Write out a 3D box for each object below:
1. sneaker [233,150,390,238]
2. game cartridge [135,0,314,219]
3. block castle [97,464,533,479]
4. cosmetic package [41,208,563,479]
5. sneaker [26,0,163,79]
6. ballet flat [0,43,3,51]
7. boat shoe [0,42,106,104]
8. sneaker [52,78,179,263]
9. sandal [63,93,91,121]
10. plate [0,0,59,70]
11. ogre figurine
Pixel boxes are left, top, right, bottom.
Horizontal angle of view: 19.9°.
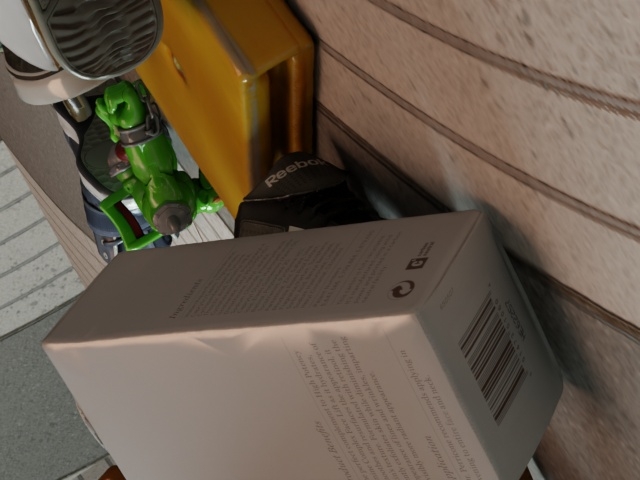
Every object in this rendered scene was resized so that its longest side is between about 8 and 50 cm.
[{"bbox_3d":[0.000,0.000,1.010,0.234,0.078,0.106,163,95,-68],"label":"sneaker"},{"bbox_3d":[-0.107,-0.177,1.103,0.324,0.052,0.285,58,170,15],"label":"game cartridge"},{"bbox_3d":[0.010,0.208,1.199,0.303,0.213,0.453,60,170,-9],"label":"block castle"},{"bbox_3d":[-0.011,0.062,0.899,0.231,0.085,0.117,-5,124,36],"label":"cosmetic package"},{"bbox_3d":[-0.145,-0.193,0.896,0.222,0.083,0.118,82,161,-45],"label":"sneaker"},{"bbox_3d":[-0.262,-0.187,1.429,0.086,0.086,0.248,58,-166,2],"label":"ballet flat"},{"bbox_3d":[-0.185,-0.150,1.189,0.070,0.077,0.219,64,171,-29],"label":"boat shoe"},{"bbox_3d":[-0.163,-0.034,1.600,0.226,0.086,0.163,-124,17,-59],"label":"sneaker"},{"bbox_3d":[-0.192,-0.198,1.348,0.090,0.060,0.219,114,145,-86],"label":"sandal"},{"bbox_3d":[-0.233,-0.262,1.018,0.277,0.045,0.278,71,178,-63],"label":"plate"},{"bbox_3d":[-0.128,-0.060,1.392,0.197,0.097,0.118,-16,94,67],"label":"ogre figurine"}]
